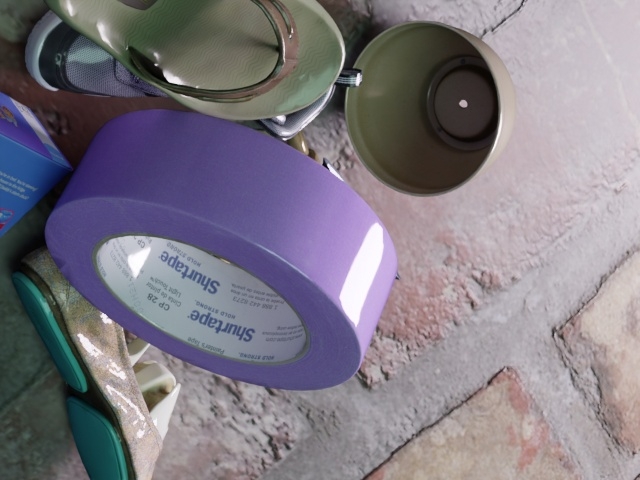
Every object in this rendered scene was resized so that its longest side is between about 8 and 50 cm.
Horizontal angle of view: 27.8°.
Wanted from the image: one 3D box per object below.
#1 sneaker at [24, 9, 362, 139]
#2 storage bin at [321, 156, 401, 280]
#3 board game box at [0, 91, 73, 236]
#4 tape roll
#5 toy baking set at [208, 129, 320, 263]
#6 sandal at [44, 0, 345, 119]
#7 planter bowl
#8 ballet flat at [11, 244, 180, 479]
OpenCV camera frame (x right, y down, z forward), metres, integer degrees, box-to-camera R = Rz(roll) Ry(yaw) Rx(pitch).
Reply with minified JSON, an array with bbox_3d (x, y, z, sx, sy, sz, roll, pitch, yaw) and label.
[{"bbox_3d":[-0.097,-0.149,1.067,0.268,0.153,0.101,-9,122,-27],"label":"sneaker"},{"bbox_3d":[0.000,0.000,1.203,0.091,0.135,0.098,-35,131,8],"label":"storage bin"},{"bbox_3d":[-0.365,-0.045,0.913,0.233,0.078,0.347,-42,156,7],"label":"board game box"},{"bbox_3d":[-0.080,0.015,1.051,0.275,0.275,0.090,52,50,-41],"label":"tape roll"},{"bbox_3d":[-0.080,-0.027,1.236,0.197,0.030,0.256,-25,129,-16],"label":"toy baking set"},{"bbox_3d":[-0.077,-0.139,0.897,0.120,0.086,0.303,-53,151,13],"label":"sandal"},{"bbox_3d":[0.120,-0.127,1.229,0.109,0.162,0.162,-15,130,-56],"label":"planter bowl"},{"bbox_3d":[-0.191,0.128,1.223,0.106,0.107,0.316,-33,132,-28],"label":"ballet flat"}]
